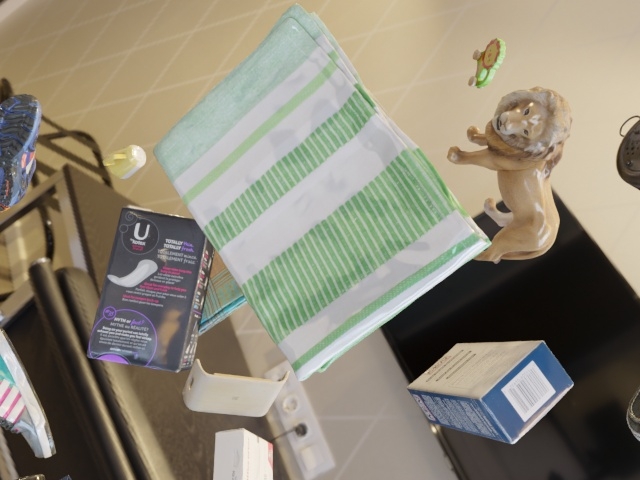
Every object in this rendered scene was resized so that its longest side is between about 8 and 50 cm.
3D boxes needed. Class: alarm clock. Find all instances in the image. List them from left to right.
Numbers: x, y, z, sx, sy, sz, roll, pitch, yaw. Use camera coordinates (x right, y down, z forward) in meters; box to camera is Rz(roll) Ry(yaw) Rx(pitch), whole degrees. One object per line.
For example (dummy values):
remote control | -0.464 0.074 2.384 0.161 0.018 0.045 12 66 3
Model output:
alarm clock | 0.500 -0.144 0.853 0.064 0.129 0.192 25 27 -16

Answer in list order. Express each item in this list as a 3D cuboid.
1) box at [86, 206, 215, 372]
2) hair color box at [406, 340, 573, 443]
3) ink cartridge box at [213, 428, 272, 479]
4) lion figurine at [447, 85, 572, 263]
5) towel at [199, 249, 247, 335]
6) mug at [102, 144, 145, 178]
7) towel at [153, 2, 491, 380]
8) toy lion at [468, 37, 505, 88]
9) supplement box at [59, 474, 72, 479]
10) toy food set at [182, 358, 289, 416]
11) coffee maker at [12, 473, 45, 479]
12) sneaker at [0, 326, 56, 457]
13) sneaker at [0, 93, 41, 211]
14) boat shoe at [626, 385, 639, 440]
box | -0.299 0.094 1.049 0.143 0.165 0.270 112 -12 -78
hair color box | 0.330 0.301 1.175 0.105 0.174 0.347 55 -17 1
ink cartridge box | -0.212 0.632 1.593 0.218 0.092 0.159 62 21 -55
lion figurine | 0.377 -0.098 1.071 0.240 0.142 0.392 12 -45 50
towel | -0.231 0.059 1.235 0.271 0.370 0.040 53 -5 43
mug | -0.398 -0.163 1.174 0.062 0.064 0.078 55 34 -24
towel | -0.020 -0.053 0.592 0.325 0.248 0.038 55 16 17
toy lion | 0.377 -0.398 1.277 0.034 0.100 0.096 10 1 -19
supplement box | -0.544 0.542 1.167 0.083 0.083 0.056 -23 60 -41
toy food set | -0.276 0.470 1.849 0.306 0.220 0.092 11 43 -20
coffee maker | -0.403 0.418 0.769 0.120 0.171 0.178 9 51 -56
sneaker | -0.681 0.349 1.171 0.124 0.178 0.296 -11 -77 61
sneaker | -0.565 -0.164 1.051 0.083 0.221 0.087 22 10 -4
boat shoe | 0.538 0.161 0.809 0.119 0.335 0.121 22 28 -11
